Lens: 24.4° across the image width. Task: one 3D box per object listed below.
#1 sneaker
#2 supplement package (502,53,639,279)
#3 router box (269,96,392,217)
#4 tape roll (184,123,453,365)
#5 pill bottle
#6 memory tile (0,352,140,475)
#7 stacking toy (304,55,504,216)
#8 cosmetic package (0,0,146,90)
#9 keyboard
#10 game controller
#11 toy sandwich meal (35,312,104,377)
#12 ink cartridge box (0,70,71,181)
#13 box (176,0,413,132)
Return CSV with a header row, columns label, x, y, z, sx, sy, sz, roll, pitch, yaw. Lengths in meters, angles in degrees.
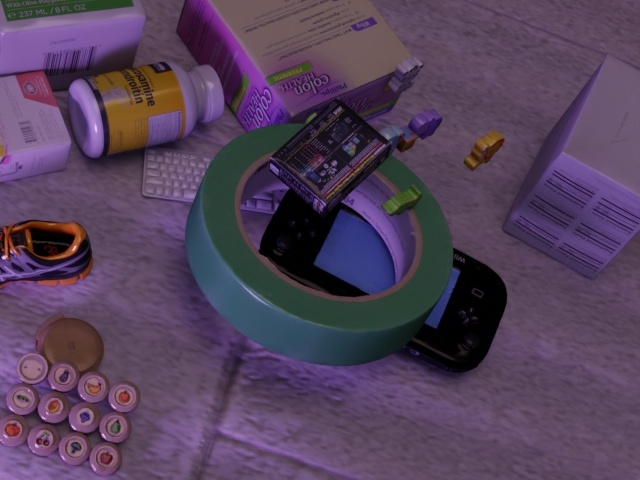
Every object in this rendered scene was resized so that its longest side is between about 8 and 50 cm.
label,x,y,z,sx,sy,sz,roll,pitch,yaw
sneaker,-0.372,0.013,1.745,0.215,0.083,0.084,-9,65,-21
supplement package,0.374,-0.095,1.978,0.149,0.203,0.194,30,57,0
router box,0.012,-0.100,1.780,0.092,0.038,0.122,41,68,14
tape roll,0.000,0.000,1.795,0.321,0.077,0.321,13,48,-14
pill bottle,-0.221,-0.172,1.890,0.184,0.103,0.103,-15,66,-25
memory tile,-0.286,0.196,1.687,0.148,0.012,0.113,18,72,-6
stacking toy,0.107,-0.135,1.869,0.221,0.052,0.167,-30,67,-39
cosmetic package,-0.378,-0.383,1.936,0.197,0.155,0.365,-12,66,-23
keyboard,-0.103,-0.072,1.924,0.256,0.014,0.072,7,58,-13
game controller,0.081,0.042,1.880,0.319,0.067,0.166,28,62,-1
toy sandwich meal,-0.296,0.127,1.735,0.086,0.029,0.085,8,61,-15
ink cartridge box,-0.422,-0.131,1.824,0.198,0.067,0.115,-12,65,-26
box,-0.035,-0.261,1.997,0.213,0.117,0.243,-26,70,-29
